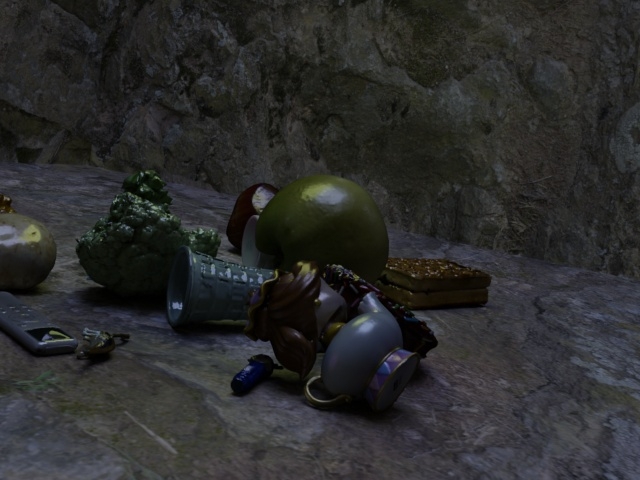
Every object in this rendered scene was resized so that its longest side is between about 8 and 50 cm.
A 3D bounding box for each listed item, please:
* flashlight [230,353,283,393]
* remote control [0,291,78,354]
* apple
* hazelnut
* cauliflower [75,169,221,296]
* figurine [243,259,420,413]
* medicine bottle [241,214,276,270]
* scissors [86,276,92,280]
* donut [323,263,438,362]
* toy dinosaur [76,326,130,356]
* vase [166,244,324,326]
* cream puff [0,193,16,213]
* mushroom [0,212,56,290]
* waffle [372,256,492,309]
[{"bbox_3d":[-0.095,0.185,0.958,0.057,0.035,0.121,13,9,15],"label":"flashlight"},{"bbox_3d":[-0.456,0.118,1.024,0.261,0.029,0.067,17,12,42],"label":"remote control"},{"bbox_3d":[0.000,0.000,1.473,0.254,0.292,0.292,-23,27,-35],"label":"apple"},{"bbox_3d":[-0.163,-0.048,1.956,0.230,0.229,0.229,9,8,-1],"label":"hazelnut"},{"bbox_3d":[-0.339,-0.018,1.297,0.272,0.250,0.275,4,-23,-41],"label":"cauliflower"},{"bbox_3d":[0.007,0.131,0.969,0.263,0.142,0.189,33,56,25],"label":"figurine"},{"bbox_3d":[-0.057,0.022,1.702,0.254,0.152,0.152,6,9,-25],"label":"medicine bottle"},{"bbox_3d":[-0.467,0.072,1.398,0.036,0.006,0.083,5,10,-20],"label":"scissors"},{"bbox_3d":[0.085,0.129,1.130,0.235,0.089,0.235,36,-3,2],"label":"donut"},{"bbox_3d":[-0.323,0.146,0.962,0.058,0.037,0.180,5,8,0],"label":"toy dinosaur"},{"bbox_3d":[-0.112,0.097,1.212,0.299,0.143,0.143,8,8,-26],"label":"vase"},{"bbox_3d":[-0.792,-0.061,1.611,0.116,0.122,0.094,-29,-3,5],"label":"cream puff"},{"bbox_3d":[-0.568,0.024,1.224,0.166,0.127,0.166,13,31,-8],"label":"mushroom"},{"bbox_3d":[0.271,0.103,1.735,0.308,0.091,0.213,3,10,-39],"label":"waffle"}]
